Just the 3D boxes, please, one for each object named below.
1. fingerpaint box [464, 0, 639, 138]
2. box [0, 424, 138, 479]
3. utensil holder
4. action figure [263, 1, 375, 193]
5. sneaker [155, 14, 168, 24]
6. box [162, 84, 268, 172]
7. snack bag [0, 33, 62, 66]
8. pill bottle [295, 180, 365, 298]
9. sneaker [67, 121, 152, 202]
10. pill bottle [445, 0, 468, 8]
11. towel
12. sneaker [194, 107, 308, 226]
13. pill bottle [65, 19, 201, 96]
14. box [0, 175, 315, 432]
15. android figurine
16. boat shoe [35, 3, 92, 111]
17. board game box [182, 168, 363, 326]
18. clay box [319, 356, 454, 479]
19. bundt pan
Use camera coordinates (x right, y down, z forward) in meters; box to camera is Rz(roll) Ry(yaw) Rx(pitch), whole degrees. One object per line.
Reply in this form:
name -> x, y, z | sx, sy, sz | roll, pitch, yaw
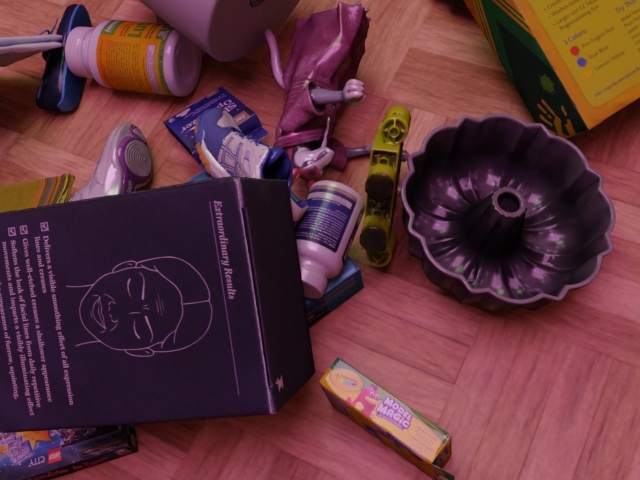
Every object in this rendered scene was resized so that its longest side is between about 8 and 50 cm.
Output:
fingerpaint box -> 0.501, -0.439, 1.227 | 0.445, 0.163, 0.371 | -32, 93, -7
box -> -0.419, 0.292, 1.158 | 0.233, 0.044, 0.159 | -18, 61, 1
utensil holder -> -0.238, -0.560, 1.315 | 0.385, 0.327, 0.327 | 41, 75, 9
action figure -> -0.023, -0.247, 1.258 | 0.276, 0.248, 0.370 | 7, 61, 15
sneaker -> -0.260, -0.538, 1.529 | 0.105, 0.115, 0.281 | 13, 65, 16
box -> -0.198, -0.212, 1.343 | 0.136, 0.036, 0.225 | -34, 39, -9
snack bag -> -0.725, -0.333, 1.389 | 0.343, 0.323, 0.037 | -8, 104, 27
pill bottle -> 0.000, 0.000, 1.118 | 0.094, 0.094, 0.169 | 15, 65, 17
sneaker -> -0.401, -0.092, 1.320 | 0.152, 0.114, 0.305 | -9, 54, 22
pill bottle -> 0.323, -0.507, 1.399 | 0.246, 0.130, 0.130 | 22, 68, 21
towel -> -0.563, -0.069, 1.352 | 0.237, 0.021, 0.102 | -5, 58, 28
sneaker -> -0.104, -0.119, 1.158 | 0.131, 0.112, 0.296 | -40, 58, 23
pill bottle -> -0.376, -0.368, 1.448 | 0.246, 0.136, 0.136 | 9, 64, 15
box -> -0.236, 0.083, 1.000 | 0.395, 0.212, 0.293 | -7, 92, 15
android figurine -> 0.106, -0.090, 1.160 | 0.056, 0.248, 0.273 | 8, 23, 8
boat shoe -> -0.546, -0.390, 1.511 | 0.089, 0.109, 0.258 | -3, 60, 13
board game box -> -0.128, 0.021, 1.229 | 0.254, 0.079, 0.336 | -35, 62, -10
clay box -> 0.107, 0.263, 1.030 | 0.222, 0.127, 0.053 | 31, 72, 23
bundt pan -> 0.275, -0.031, 1.133 | 0.331, 0.124, 0.330 | 3, 63, -6
